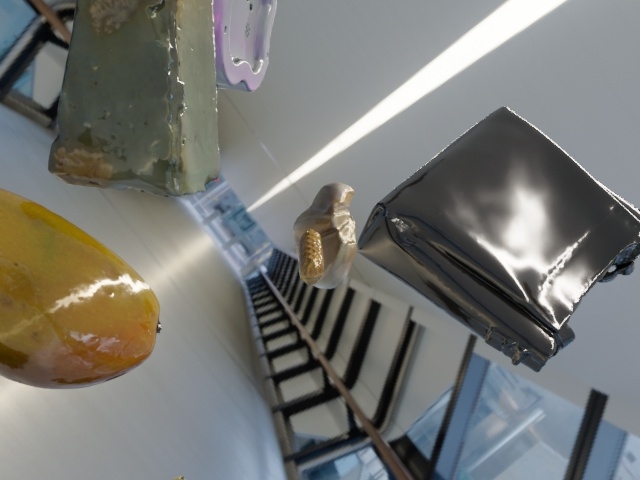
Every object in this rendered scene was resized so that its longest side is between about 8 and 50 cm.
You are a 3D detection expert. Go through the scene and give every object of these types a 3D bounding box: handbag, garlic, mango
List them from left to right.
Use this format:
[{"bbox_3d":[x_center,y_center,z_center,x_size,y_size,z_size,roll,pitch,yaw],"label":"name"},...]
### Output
[{"bbox_3d":[-0.260,0.039,0.551,0.253,0.138,0.113,36,-11,-10],"label":"mango"},{"bbox_3d":[0.000,0.000,1.403,0.228,0.110,0.217,136,-49,-66],"label":"garlic"},{"bbox_3d":[0.217,-0.009,0.728,0.257,0.285,0.113,39,-35,21],"label":"handbag"}]

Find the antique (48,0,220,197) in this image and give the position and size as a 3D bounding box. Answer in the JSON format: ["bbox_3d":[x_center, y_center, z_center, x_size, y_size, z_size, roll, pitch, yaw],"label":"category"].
[{"bbox_3d":[-0.182,-0.194,0.665,0.150,0.284,0.125,10,12,8],"label":"antique"}]

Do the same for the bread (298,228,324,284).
[{"bbox_3d":[-0.018,0.028,1.192,0.044,0.052,0.157,17,24,-10],"label":"bread"}]

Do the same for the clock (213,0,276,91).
[{"bbox_3d":[-0.160,-0.394,1.088,0.102,0.338,0.338,10,-12,7],"label":"clock"}]

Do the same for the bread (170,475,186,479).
[{"bbox_3d":[-0.327,0.688,1.448,0.178,0.142,0.266,-33,107,-56],"label":"bread"}]
